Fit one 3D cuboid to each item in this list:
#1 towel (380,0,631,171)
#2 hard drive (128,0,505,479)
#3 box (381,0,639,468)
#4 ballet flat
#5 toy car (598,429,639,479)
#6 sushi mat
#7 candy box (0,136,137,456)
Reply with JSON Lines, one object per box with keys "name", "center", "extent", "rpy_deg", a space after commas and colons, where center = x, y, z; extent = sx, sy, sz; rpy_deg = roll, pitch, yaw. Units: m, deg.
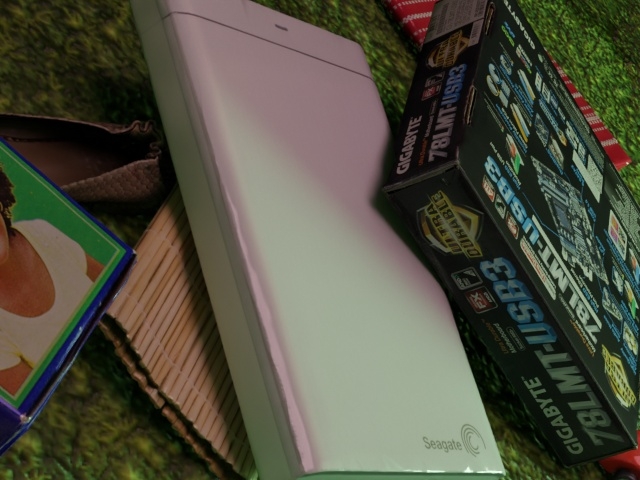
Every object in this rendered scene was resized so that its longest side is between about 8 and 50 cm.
{"name": "towel", "center": [0.176, -0.154, 1.463], "extent": [0.199, 0.031, 0.275], "rpy_deg": [-18, 69, -52]}
{"name": "hard drive", "center": [0.000, 0.000, 1.031], "extent": [0.233, 0.047, 0.353], "rpy_deg": [12, 55, -52]}
{"name": "box", "center": [0.170, -0.022, 1.209], "extent": [0.295, 0.073, 0.293], "rpy_deg": [54, 32, -25]}
{"name": "ballet flat", "center": [-0.178, -0.051, 0.927], "extent": [0.250, 0.058, 0.084], "rpy_deg": [0, 58, -49]}
{"name": "toy car", "center": [0.347, 0.247, 1.234], "extent": [0.225, 0.053, 0.239], "rpy_deg": [2, 55, -48]}
{"name": "sushi mat", "center": [-0.049, 0.017, 1.019], "extent": [0.151, 0.019, 0.316], "rpy_deg": [54, 31, -19]}
{"name": "candy box", "center": [-0.279, 0.007, 0.565], "extent": [0.317, 0.268, 0.122], "rpy_deg": [41, 31, -12]}
